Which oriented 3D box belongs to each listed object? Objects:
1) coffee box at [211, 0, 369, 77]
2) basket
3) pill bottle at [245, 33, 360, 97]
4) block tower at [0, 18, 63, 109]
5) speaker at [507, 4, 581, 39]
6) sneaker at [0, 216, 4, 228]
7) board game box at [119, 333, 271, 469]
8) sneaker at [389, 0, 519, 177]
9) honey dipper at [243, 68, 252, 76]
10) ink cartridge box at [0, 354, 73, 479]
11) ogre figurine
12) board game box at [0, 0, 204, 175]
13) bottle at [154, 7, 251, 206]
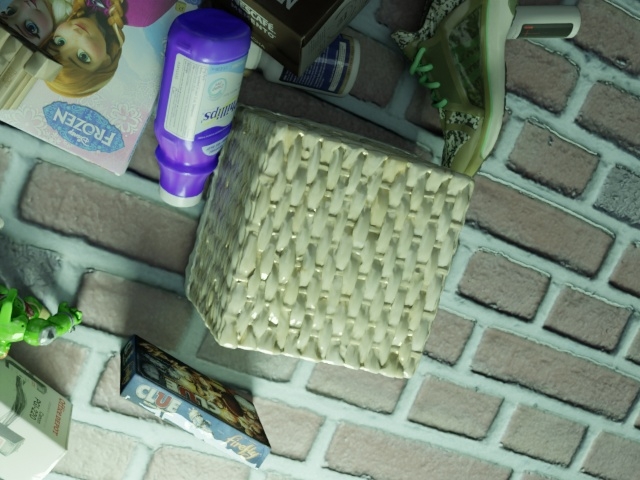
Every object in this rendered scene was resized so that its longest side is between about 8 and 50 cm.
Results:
[{"bbox_3d":[0.003,-0.397,0.967,0.168,0.119,0.297,39,77,4],"label":"coffee box"},{"bbox_3d":[0.000,0.000,1.042,0.328,0.266,0.331,13,101,-19],"label":"basket"},{"bbox_3d":[-0.033,-0.277,1.055,0.169,0.094,0.094,9,100,-18],"label":"pill bottle"},{"bbox_3d":[-0.492,-0.290,0.859,0.335,0.091,0.097,36,94,-12],"label":"block tower"},{"bbox_3d":[0.357,-0.362,1.165,0.136,0.055,0.055,-5,104,-15],"label":"speaker"},{"bbox_3d":[-0.502,-0.059,0.990,0.115,0.090,0.232,14,108,-25],"label":"sneaker"},{"bbox_3d":[-0.198,0.249,1.096,0.243,0.165,0.042,35,92,-20],"label":"board game box"},{"bbox_3d":[0.193,-0.281,1.109,0.182,0.158,0.410,5,96,-3],"label":"sneaker"},{"bbox_3d":[-0.180,-0.270,1.050,0.160,0.030,0.030,7,101,-18],"label":"honey dipper"},{"bbox_3d":[-0.473,0.239,1.020,0.092,0.158,0.218,-43,110,-3],"label":"ink cartridge box"},{"bbox_3d":[-0.455,0.109,1.016,0.197,0.118,0.097,34,92,-19],"label":"ogre figurine"},{"bbox_3d":[-0.352,-0.299,0.959,0.318,0.066,0.318,25,95,-12],"label":"board game box"},{"bbox_3d":[-0.176,-0.177,0.990,0.092,0.118,0.283,30,126,14],"label":"bottle"}]
